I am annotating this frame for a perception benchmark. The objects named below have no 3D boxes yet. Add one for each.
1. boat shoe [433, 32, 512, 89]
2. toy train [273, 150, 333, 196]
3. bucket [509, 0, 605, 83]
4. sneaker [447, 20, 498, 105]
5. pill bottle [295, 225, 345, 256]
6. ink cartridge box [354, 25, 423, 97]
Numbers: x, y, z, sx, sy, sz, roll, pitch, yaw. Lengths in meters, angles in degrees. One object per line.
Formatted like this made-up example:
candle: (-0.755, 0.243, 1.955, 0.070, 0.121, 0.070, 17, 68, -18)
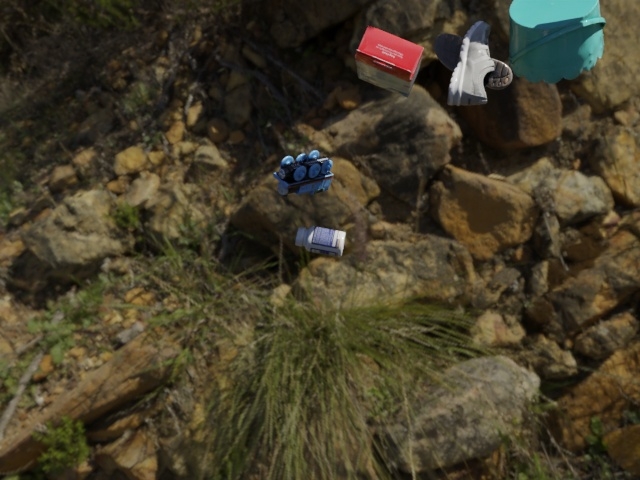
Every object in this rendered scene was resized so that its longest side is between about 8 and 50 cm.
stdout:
boat shoe: (0.564, -0.658, 2.305, 0.123, 0.324, 0.116, -56, -12, 19)
toy train: (-0.042, -0.171, 1.635, 0.184, 0.105, 0.080, -20, 48, -42)
bucket: (0.684, -0.614, 1.806, 0.281, 0.183, 0.281, -13, 48, 15)
sneaker: (0.428, -0.471, 1.681, 0.115, 0.105, 0.281, 15, 69, 13)
pill bottle: (0.000, 0.000, 1.577, 0.120, 0.067, 0.067, 11, 29, 4)
ink cartridge box: (0.154, -0.403, 1.392, 0.231, 0.134, 0.078, -9, -58, -85)
